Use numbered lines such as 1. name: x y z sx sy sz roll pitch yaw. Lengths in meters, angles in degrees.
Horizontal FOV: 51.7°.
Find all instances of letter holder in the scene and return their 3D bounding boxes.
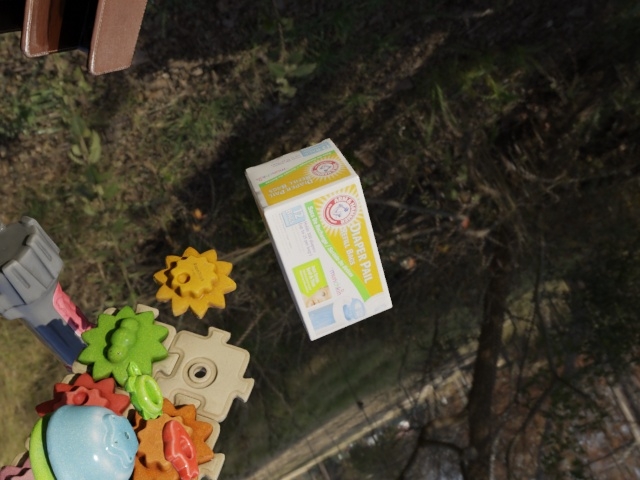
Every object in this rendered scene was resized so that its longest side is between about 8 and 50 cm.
1. letter holder: -0.297 -0.361 0.773 0.214 0.152 0.302 -68 -179 -68

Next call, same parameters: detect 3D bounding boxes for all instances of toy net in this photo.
1. toy net: -0.098 0.199 0.434 0.045 0.232 0.122 -27 -178 5

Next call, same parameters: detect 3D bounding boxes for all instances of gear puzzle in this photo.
1. gear puzzle: -0.157 0.134 0.612 0.175 0.339 0.044 17 142 6

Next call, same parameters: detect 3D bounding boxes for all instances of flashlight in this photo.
1. flashlight: -0.311 0.093 0.826 0.103 0.103 0.304 -21 138 -6

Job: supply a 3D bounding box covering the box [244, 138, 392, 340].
1. box: 0.000 0.000 0.789 0.114 0.103 0.203 -22 127 -5
